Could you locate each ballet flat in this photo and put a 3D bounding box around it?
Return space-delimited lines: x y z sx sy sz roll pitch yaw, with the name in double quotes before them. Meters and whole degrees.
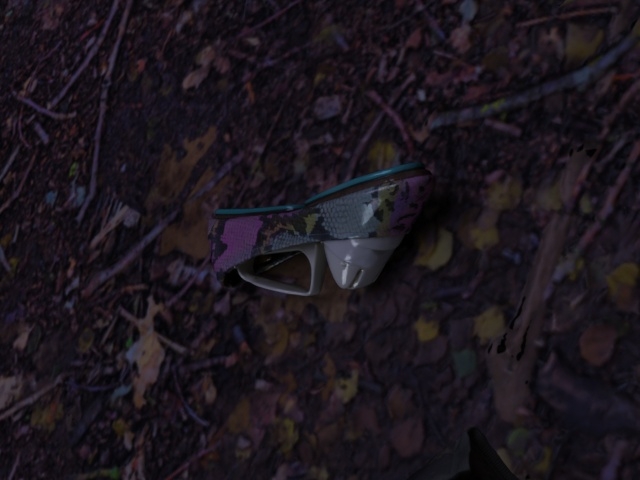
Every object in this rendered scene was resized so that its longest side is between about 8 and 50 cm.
"ballet flat" 0.000 0.000 0.880 0.222 0.077 0.079 -12 83 43

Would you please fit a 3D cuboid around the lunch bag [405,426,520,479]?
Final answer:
"lunch bag" 0.082 0.281 0.601 0.235 0.169 0.287 -44 83 14
